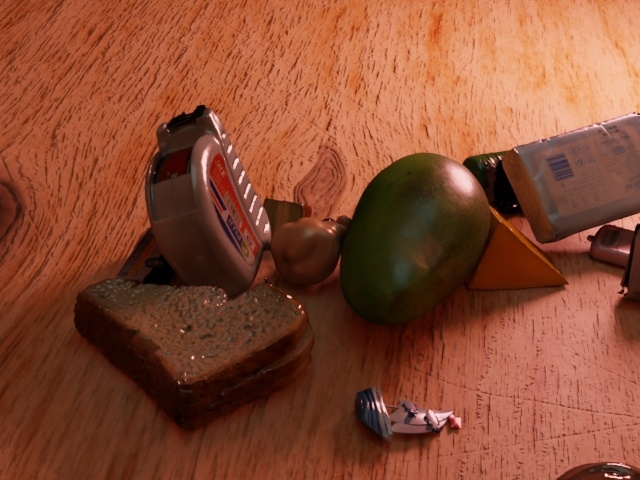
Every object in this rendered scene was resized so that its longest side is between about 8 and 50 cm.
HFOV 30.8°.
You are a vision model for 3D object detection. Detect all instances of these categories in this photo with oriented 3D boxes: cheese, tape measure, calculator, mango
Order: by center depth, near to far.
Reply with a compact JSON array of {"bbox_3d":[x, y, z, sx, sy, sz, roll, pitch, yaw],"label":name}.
[{"bbox_3d":[-0.182,-0.047,1.791,0.125,0.243,0.246,-16,30,21],"label":"tape measure"},{"bbox_3d":[0.144,-0.001,1.794,0.225,0.201,0.382,-13,25,24],"label":"mango"},{"bbox_3d":[0.326,0.025,1.917,0.171,0.126,0.093,16,22,-20],"label":"cheese"},{"bbox_3d":[0.544,0.018,2.000,0.175,0.032,0.100,17,33,18],"label":"calculator"}]

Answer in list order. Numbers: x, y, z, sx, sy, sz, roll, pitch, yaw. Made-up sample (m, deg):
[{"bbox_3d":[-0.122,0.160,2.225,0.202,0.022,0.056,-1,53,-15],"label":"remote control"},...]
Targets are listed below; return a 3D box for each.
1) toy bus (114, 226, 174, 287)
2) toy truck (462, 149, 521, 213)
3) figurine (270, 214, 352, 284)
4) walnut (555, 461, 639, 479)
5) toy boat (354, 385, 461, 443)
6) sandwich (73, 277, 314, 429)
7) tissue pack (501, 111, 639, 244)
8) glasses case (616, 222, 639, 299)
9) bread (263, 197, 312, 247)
[{"bbox_3d":[-0.263,0.035,1.820,0.072,0.057,0.172,2,31,11],"label":"toy bus"},{"bbox_3d":[0.383,-0.124,2.145,0.243,0.101,0.125,-9,23,-18],"label":"toy truck"},{"bbox_3d":[0.000,0.000,1.876,0.114,0.108,0.196,6,22,25],"label":"figurine"},{"bbox_3d":[0.347,0.328,1.374,0.162,0.140,0.140,22,34,6],"label":"walnut"},{"bbox_3d":[0.114,0.247,1.577,0.149,0.034,0.105,23,31,4],"label":"toy boat"},{"bbox_3d":[-0.173,0.127,1.645,0.254,0.099,0.288,-28,45,-33],"label":"sandwich"},{"bbox_3d":[0.469,-0.109,2.032,0.263,0.089,0.177,-17,77,-20],"label":"tissue pack"},{"bbox_3d":[0.636,0.041,1.891,0.308,0.128,0.083,4,7,-3],"label":"glasses case"},{"bbox_3d":[-0.059,-0.026,1.993,0.074,0.084,0.139,8,1,4],"label":"bread"}]
